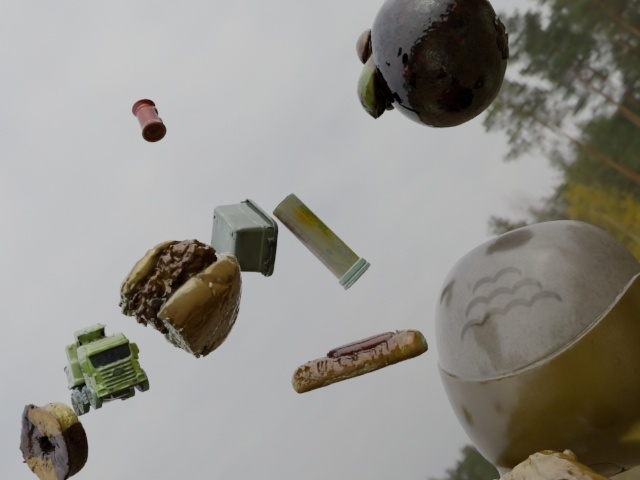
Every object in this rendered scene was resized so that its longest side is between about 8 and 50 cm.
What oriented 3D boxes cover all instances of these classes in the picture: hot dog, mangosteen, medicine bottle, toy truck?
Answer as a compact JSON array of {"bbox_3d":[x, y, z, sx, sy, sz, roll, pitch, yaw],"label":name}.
[{"bbox_3d":[0.052,0.168,1.626,0.216,0.047,0.066,-20,7,24],"label":"hot dog"},{"bbox_3d":[0.202,-0.339,2.062,0.288,0.288,0.288,-47,-16,-18],"label":"mangosteen"},{"bbox_3d":[0.000,0.000,2.277,0.074,0.218,0.074,-46,-3,-3],"label":"medicine bottle"},{"bbox_3d":[-0.316,0.180,1.613,0.085,0.116,0.191,-19,-5,-25],"label":"toy truck"}]

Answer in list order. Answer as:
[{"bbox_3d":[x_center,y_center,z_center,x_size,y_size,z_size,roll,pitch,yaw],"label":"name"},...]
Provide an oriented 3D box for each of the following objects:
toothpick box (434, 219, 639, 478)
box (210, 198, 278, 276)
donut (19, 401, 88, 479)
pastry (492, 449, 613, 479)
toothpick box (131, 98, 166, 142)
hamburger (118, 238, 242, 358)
[{"bbox_3d":[0.415,0.217,1.952,0.409,0.425,0.409,-12,-25,-6],"label":"toothpick box"},{"bbox_3d":[-0.160,-0.006,2.302,0.093,0.172,0.124,-2,-68,-26],"label":"box"},{"bbox_3d":[-0.424,0.319,1.799,0.059,0.140,0.140,-21,-33,-45],"label":"donut"},{"bbox_3d":[0.258,0.386,1.303,0.311,0.255,0.162,-37,-4,19],"label":"pastry"},{"bbox_3d":[-0.315,-0.222,2.072,0.047,0.083,0.047,-15,-44,-15],"label":"toothpick box"},{"bbox_3d":[-0.204,0.082,1.726,0.282,0.155,0.245,-44,-14,-54],"label":"hamburger"}]
